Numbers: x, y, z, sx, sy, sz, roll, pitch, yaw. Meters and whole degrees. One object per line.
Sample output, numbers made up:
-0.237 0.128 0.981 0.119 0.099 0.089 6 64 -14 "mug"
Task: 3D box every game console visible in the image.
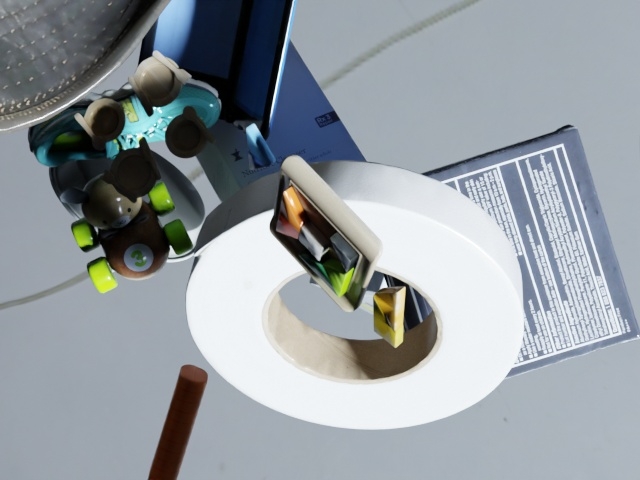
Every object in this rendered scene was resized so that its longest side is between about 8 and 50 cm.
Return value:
-0.150 -0.313 1.498 0.250 0.173 0.293 14 103 7 "game console"

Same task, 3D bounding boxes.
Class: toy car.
-0.293 -0.038 1.503 0.155 0.188 0.149 -26 61 -5 "toy car"

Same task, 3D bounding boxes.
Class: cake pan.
-0.320 -0.083 1.794 0.293 0.293 0.054 38 115 3 "cake pan"

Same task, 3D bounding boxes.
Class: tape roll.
0.037 0.076 1.202 0.392 0.072 0.392 5 134 5 "tape roll"

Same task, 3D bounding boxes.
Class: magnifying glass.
-0.127 0.201 0.783 0.026 0.092 0.231 18 105 -8 "magnifying glass"

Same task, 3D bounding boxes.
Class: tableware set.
-0.217 -0.140 1.291 0.168 0.020 0.141 -36 83 9 "tableware set"

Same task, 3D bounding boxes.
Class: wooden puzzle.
0.000 0.000 0.517 0.014 0.078 0.116 -37 68 -24 "wooden puzzle"

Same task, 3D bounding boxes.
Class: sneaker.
-0.273 -0.156 1.475 0.275 0.110 0.107 -12 132 -3 "sneaker"

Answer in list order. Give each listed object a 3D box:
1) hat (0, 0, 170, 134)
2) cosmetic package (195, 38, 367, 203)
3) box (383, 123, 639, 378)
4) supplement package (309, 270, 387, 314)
-0.163 -0.213 0.405 0.331 0.134 0.331 4 76 -19 "hat"
-0.100 -0.185 1.741 0.217 0.156 0.385 -25 69 -18 "cosmetic package"
0.234 0.029 1.432 0.294 0.183 0.296 -17 91 0 "box"
0.132 0.054 1.823 0.203 0.194 0.149 28 76 -35 "supplement package"
